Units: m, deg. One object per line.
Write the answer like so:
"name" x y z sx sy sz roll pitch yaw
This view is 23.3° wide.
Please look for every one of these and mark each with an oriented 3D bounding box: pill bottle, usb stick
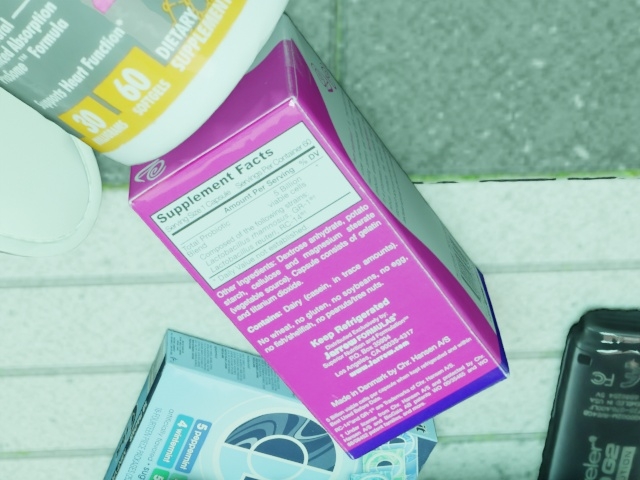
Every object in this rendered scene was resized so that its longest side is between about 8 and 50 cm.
"pill bottle" -0.157 -0.171 0.740 0.278 0.162 0.162 34 113 -22
"usb stick" 0.182 0.169 1.043 0.077 0.045 0.278 6 121 0

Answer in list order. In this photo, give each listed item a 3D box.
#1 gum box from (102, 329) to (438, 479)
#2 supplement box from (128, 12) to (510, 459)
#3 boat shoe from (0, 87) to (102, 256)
"gum box" -0.040 0.153 1.016 0.184 0.041 0.157 17 119 -14
"supplement box" 0.000 0.000 0.886 0.114 0.111 0.220 -30 118 14
"boat shoe" -0.264 -0.086 0.840 0.319 0.116 0.099 31 157 -28
